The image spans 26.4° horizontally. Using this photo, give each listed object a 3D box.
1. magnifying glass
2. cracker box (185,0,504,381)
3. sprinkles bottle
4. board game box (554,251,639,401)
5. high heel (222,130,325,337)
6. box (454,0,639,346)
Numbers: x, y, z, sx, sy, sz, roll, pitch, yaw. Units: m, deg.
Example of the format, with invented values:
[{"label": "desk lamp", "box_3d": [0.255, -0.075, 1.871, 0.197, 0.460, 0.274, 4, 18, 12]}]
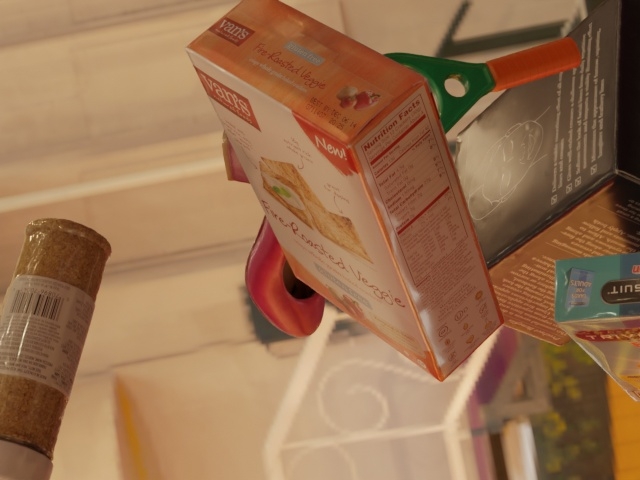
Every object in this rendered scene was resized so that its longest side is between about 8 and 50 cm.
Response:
[{"label": "magnifying glass", "box_3d": [0.125, -0.136, 1.198, 0.026, 0.231, 0.092, 123, 126, -68]}, {"label": "cracker box", "box_3d": [0.020, -0.031, 0.864, 0.155, 0.067, 0.232, 34, 158, 40]}, {"label": "sprinkles bottle", "box_3d": [-0.364, 0.150, 1.742, 0.121, 0.121, 0.355, 75, -156, -62]}, {"label": "board game box", "box_3d": [0.443, 0.103, 1.577, 0.336, 0.253, 0.079, 37, -128, -54]}, {"label": "high heel", "box_3d": [0.000, 0.000, 1.117, 0.082, 0.117, 0.244, -51, -37, -40]}, {"label": "box", "box_3d": [0.356, -0.083, 1.815, 0.395, 0.212, 0.293, -42, 33, 52]}]
